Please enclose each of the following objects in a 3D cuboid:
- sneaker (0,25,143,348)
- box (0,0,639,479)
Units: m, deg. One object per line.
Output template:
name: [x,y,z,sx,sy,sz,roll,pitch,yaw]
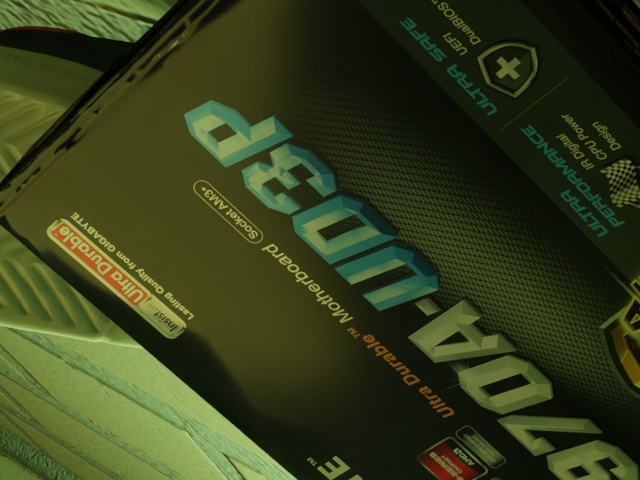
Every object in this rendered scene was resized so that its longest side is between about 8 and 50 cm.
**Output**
sneaker: [0.000,0.000,0.502,0.350,0.131,0.148,25,-160,-8]
box: [0.038,0.004,0.374,0.175,0.051,0.220,-37,108,29]
